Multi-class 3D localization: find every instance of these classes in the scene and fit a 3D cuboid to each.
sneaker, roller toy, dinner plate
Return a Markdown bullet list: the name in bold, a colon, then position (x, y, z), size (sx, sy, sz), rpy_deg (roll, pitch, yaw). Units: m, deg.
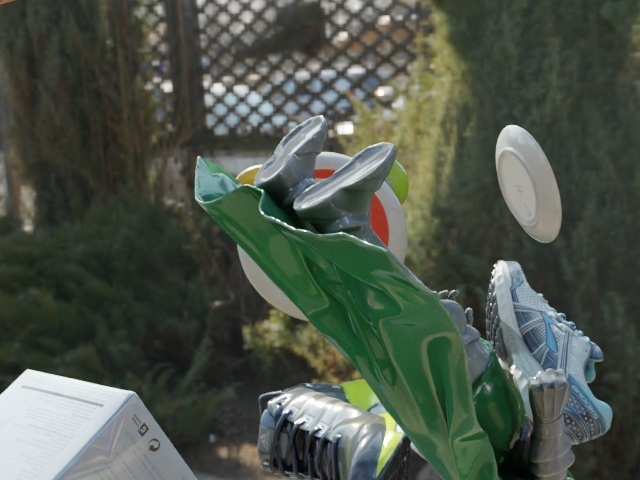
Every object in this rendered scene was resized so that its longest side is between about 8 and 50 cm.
- **sneaker**: position (0.282, 0.141, 1.325), size (0.122, 0.110, 0.283), rpy_deg (-7, 49, -2)
- **roller toy**: position (0.000, 0.000, 1.230), size (0.209, 0.191, 0.146), rpy_deg (-3, -4, 1)
- **dinner plate**: position (0.232, -0.062, 1.208), size (0.017, 0.141, 0.141), rpy_deg (-21, 14, -13)
- **sneaker**: position (0.007, 0.188, 0.926), size (0.121, 0.111, 0.300), rpy_deg (4, 0, -7)

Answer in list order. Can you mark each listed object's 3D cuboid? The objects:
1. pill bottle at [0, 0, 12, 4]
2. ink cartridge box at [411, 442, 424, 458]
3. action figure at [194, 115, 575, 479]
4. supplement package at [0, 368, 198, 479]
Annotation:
- **pill bottle**: position (-0.249, -0.275, 0.679), size (0.130, 0.246, 0.130), rpy_deg (-13, 6, 1)
- **ink cartridge box**: position (0.231, 0.298, 1.204), size (0.206, 0.045, 0.208), rpy_deg (32, 3, -44)
- **action figure**: position (0.053, 0.059, 0.402), size (0.063, 0.232, 0.137), rpy_deg (-40, 30, -8)
- **supplement package**: position (-0.201, 0.218, 0.665), size (0.139, 0.134, 0.244), rpy_deg (3, 41, 45)
